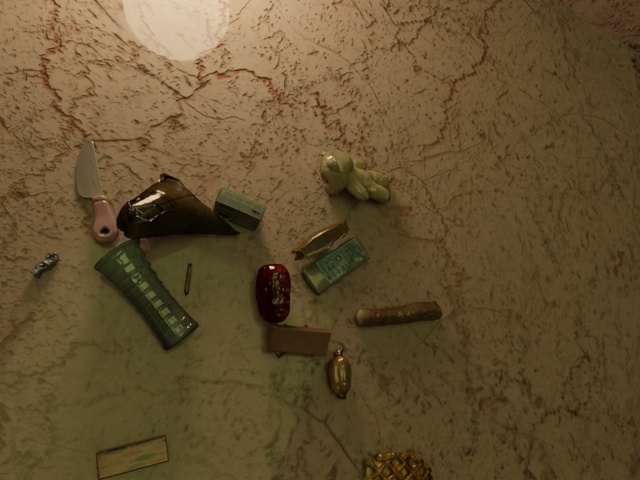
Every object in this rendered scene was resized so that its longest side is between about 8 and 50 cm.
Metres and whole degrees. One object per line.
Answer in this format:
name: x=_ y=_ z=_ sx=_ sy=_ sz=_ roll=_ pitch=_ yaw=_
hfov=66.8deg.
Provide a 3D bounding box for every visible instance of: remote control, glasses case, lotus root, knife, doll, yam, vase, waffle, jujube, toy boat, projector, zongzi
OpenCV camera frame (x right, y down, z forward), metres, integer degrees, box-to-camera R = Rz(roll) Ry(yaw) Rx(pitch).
remote control: x=0.051 y=0.078 z=1.578 sx=0.233 sy=0.038 sz=0.098 roll=-33 pitch=86 yaw=-25
glasses case: x=-0.480 y=0.556 z=1.243 sx=0.170 sy=0.041 sz=0.065 roll=-8 pitch=64 yaw=-20
lotus root: x=0.057 y=0.400 z=1.460 sx=0.073 sy=0.062 sz=0.150 roll=-4 pitch=71 yaw=4
knife: x=-0.665 y=-0.144 z=1.421 sx=0.081 sy=0.043 sz=0.336 roll=-17 pitch=72 yaw=-16
doll: x=0.115 y=-0.204 z=1.660 sx=0.278 sy=0.175 sz=0.149 roll=21 pitch=105 yaw=-20
yam: x=0.253 y=0.242 z=1.577 sx=0.299 sy=0.066 sz=0.066 roll=-4 pitch=74 yaw=-20
vase: x=-0.466 y=0.151 z=1.331 sx=0.143 sy=0.143 sz=0.299 roll=-39 pitch=91 yaw=-25
glasses case: x=-0.071 y=0.303 z=1.456 sx=0.193 sy=0.070 sz=0.102 roll=9 pitch=98 yaw=-18
waffle: x=0.221 y=0.743 z=1.413 sx=0.243 sy=0.059 sz=0.238 roll=4 pitch=75 yaw=-15
jujube: x=-0.142 y=0.157 z=1.444 sx=0.109 sy=0.112 sz=0.176 roll=-4 pitch=80 yaw=8
toy boat: x=0.000 y=0.000 z=1.567 sx=0.206 sy=0.072 sz=0.064 roll=-29 pitch=99 yaw=-14
projector: x=-0.250 y=-0.096 z=1.492 sx=0.147 sy=0.115 sz=0.061 roll=24 pitch=65 yaw=-10
zongzi: x=-0.395 y=-0.040 z=1.379 sx=0.289 sy=0.123 sz=0.260 roll=37 pitch=31 yaw=-8

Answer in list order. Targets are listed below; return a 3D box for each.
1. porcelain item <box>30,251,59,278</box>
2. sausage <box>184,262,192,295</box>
porcelain item: x=-0.747 y=0.065 z=1.321 sx=0.036 sy=0.028 sz=0.083 roll=36 pitch=64 yaw=-2
sausage: x=-0.390 y=0.114 z=1.431 sx=0.015 sy=0.015 sz=0.100 roll=8 pitch=71 yaw=-16
